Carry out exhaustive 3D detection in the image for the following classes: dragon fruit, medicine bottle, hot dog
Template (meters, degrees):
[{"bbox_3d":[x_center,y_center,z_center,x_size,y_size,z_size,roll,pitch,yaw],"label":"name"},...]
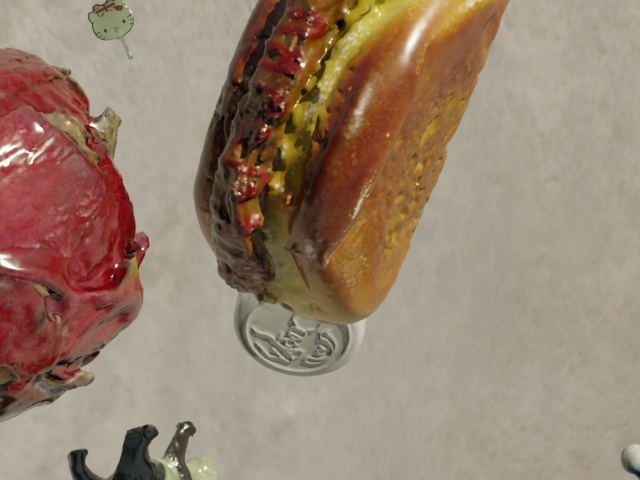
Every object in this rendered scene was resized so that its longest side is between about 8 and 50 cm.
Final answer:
[{"bbox_3d":[-0.297,0.006,1.080,0.329,0.329,0.329,0,78,2],"label":"dragon fruit"},{"bbox_3d":[0.000,0.000,1.870,0.242,0.242,0.395,0,40,2],"label":"medicine bottle"},{"bbox_3d":[0.012,-0.109,1.262,0.185,0.223,0.405,28,106,22],"label":"hot dog"}]

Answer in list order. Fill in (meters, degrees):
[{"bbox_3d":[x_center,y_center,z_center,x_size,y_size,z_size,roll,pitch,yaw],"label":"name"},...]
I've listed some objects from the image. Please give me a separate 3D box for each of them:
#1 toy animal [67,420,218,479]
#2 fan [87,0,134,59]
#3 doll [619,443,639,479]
[{"bbox_3d":[-0.202,0.289,1.686,0.094,0.225,0.121,-25,78,22],"label":"toy animal"},{"bbox_3d":[-0.263,-0.271,1.784,0.056,0.004,0.083,-25,94,3],"label":"fan"},{"bbox_3d":[0.421,0.295,1.497,0.257,0.161,0.215,-27,93,-27],"label":"doll"}]
